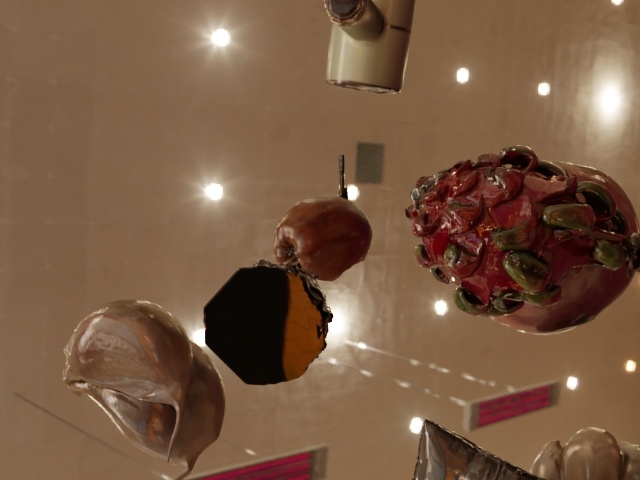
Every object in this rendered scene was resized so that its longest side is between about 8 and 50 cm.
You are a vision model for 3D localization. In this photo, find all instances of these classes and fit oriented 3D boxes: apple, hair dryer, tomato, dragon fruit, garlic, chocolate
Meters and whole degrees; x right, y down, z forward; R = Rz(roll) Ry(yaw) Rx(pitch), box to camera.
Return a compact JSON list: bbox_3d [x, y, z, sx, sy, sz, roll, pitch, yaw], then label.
[{"bbox_3d":[0.000,-0.005,1.511,0.158,0.156,0.147,-17,-44,-50],"label":"apple"},{"bbox_3d":[0.059,-0.329,1.270,0.362,0.128,0.203,-27,-55,-78],"label":"hair dryer"},{"bbox_3d":[0.332,0.019,1.265,0.270,0.270,0.227,6,-127,-44],"label":"tomato"},{"bbox_3d":[0.245,-0.019,1.043,0.273,0.218,0.198,-19,-67,5],"label":"dragon fruit"},{"bbox_3d":[-0.302,0.251,1.541,0.246,0.340,0.231,-29,-35,-22],"label":"garlic"},{"bbox_3d":[0.483,0.449,1.467,0.325,0.279,0.132,-66,-29,-31],"label":"garlic"},{"bbox_3d":[-0.044,0.089,1.065,0.133,0.156,0.156,-29,-59,-71],"label":"chocolate"}]

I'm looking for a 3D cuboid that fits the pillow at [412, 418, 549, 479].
[{"bbox_3d":[0.147,0.375,0.915,0.326,0.228,0.101,-59,-38,-14],"label":"pillow"}]

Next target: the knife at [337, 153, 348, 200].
[{"bbox_3d":[0.042,-0.067,1.661,0.021,0.045,0.222,-2,-62,-5],"label":"knife"}]
